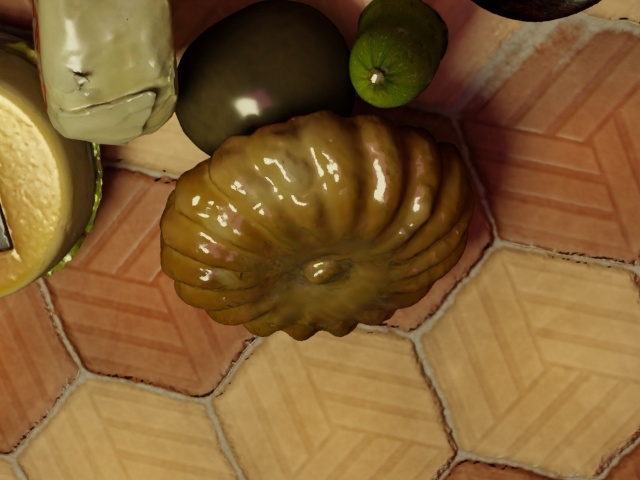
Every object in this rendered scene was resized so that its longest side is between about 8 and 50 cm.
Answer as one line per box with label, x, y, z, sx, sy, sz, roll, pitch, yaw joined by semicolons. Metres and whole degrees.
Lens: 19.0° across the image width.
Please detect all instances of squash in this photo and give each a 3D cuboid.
squash;0.071;-0.174;1.860;0.095;0.188;0.095;3;111;7

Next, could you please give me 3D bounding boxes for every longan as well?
longan;-0.055;-0.151;1.911;0.189;0.189;0.189;4;112;9

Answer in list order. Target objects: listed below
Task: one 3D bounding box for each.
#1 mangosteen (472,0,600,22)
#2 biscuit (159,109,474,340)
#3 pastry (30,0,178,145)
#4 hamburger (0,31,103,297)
mangosteen;0.216;-0.304;1.785;0.216;0.216;0.216;4;112;9
biscuit;0.000;0.000;1.907;0.325;0.107;0.326;-9;145;-6
pastry;-0.208;-0.217;1.826;0.133;0.265;0.265;-4;112;-9
hamburger;-0.361;-0.075;1.982;0.300;0.176;0.300;1;112;3
